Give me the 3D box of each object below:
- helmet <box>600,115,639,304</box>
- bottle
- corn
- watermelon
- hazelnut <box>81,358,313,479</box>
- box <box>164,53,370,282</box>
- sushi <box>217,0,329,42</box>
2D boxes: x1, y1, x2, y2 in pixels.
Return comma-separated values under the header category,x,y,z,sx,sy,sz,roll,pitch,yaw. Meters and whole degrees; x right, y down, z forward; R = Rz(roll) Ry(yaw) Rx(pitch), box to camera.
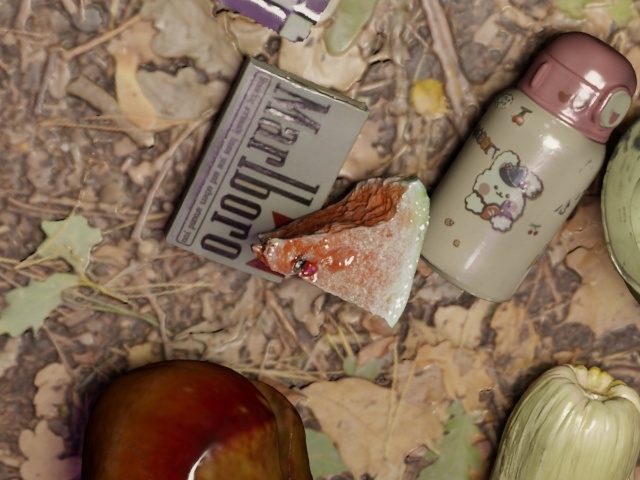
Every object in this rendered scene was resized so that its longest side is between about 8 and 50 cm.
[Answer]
category,x,y,z,sx,sy,sz,roll,pitch,yaw
helmet,0.330,0.007,1.172,0.258,0.137,0.204,21,70,-12
bottle,0.178,-0.067,1.132,0.110,0.110,0.233,27,108,-18
corn,0.220,0.262,1.277,0.123,0.122,0.305,-3,117,-27
watermelon,0.012,0.017,1.130,0.158,0.098,0.121,-24,117,-23
hazelnut,-0.109,0.224,1.183,0.217,0.217,0.251,-30,138,6
box,-0.047,-0.060,1.144,0.115,0.036,0.177,21,110,-20
sushi,-0.068,-0.367,0.988,0.343,0.064,0.359,26,108,-18
